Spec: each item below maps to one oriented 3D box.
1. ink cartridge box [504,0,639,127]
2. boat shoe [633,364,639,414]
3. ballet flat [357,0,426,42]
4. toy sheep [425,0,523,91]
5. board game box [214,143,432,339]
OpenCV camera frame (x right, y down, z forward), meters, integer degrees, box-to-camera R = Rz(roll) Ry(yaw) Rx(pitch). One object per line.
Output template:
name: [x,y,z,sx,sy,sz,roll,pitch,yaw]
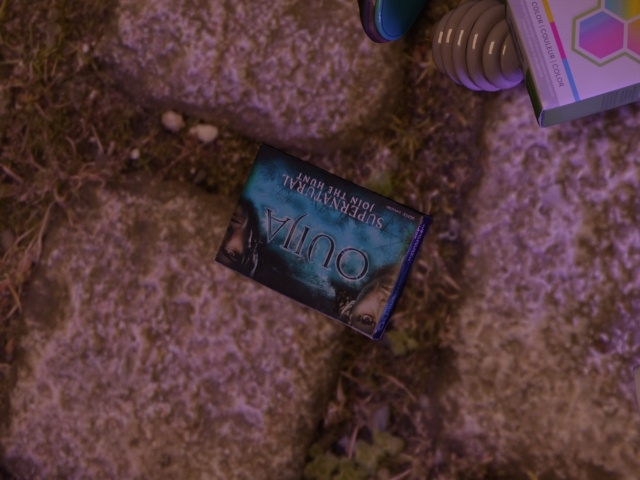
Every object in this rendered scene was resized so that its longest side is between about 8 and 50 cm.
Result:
ink cartridge box: [0.269,-0.179,1.453,0.209,0.062,0.109,-16,77,2]
boat shoe: [0.323,0.205,1.433,0.075,0.083,0.226,-17,90,12]
ballet flat: [0.082,-0.316,1.586,0.096,0.095,0.280,21,85,35]
toy sheep: [0.150,-0.175,1.538,0.132,0.091,0.091,17,93,44]
board game box: [0.000,0.000,1.626,0.186,0.026,0.126,24,96,25]
